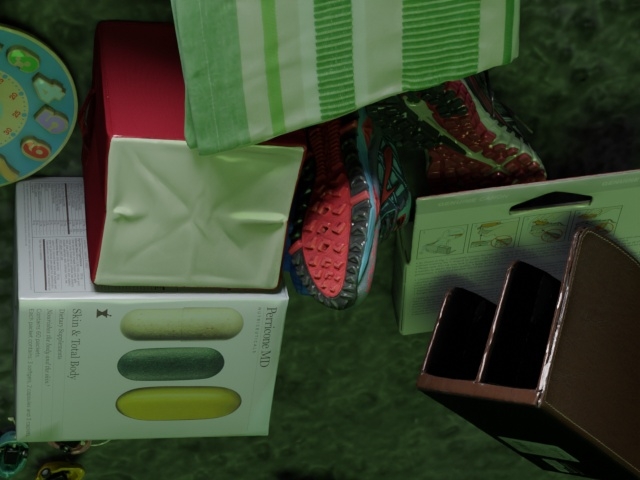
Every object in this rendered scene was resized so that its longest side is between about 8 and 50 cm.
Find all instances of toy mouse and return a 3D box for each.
[{"bbox_3d":[-0.326,0.238,1.983,0.161,0.031,0.143,-27,130,11],"label":"toy mouse"}]

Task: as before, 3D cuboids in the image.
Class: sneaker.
[{"bbox_3d":[0.144,-0.130,1.723,0.120,0.112,0.299,-14,147,22],"label":"sneaker"},{"bbox_3d":[0.048,-0.035,1.676,0.125,0.262,0.104,32,135,-33],"label":"sneaker"}]

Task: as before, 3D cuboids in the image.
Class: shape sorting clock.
[{"bbox_3d":[-0.341,-0.128,1.664,0.206,0.040,0.206,-5,131,-6],"label":"shape sorting clock"}]

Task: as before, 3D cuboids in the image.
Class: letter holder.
[{"bbox_3d":[0.267,0.119,1.857,0.152,0.214,0.302,5,161,37],"label":"letter holder"}]

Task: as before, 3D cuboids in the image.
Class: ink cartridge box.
[{"bbox_3d":[0.231,-0.008,1.830,0.296,0.066,0.261,-7,144,-6],"label":"ink cartridge box"}]

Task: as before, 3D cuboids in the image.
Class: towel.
[{"bbox_3d":[0.029,-0.205,1.462,0.324,0.038,0.248,-19,140,-14],"label":"towel"}]

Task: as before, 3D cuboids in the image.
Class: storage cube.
[{"bbox_3d":[-0.126,-0.082,1.647,0.215,0.193,0.184,3,129,-13],"label":"storage cube"}]

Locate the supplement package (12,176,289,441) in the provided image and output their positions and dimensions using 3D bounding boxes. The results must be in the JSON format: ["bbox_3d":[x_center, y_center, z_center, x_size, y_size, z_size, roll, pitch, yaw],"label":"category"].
[{"bbox_3d":[-0.184,0.070,1.758,0.262,0.198,0.199,0,129,-12],"label":"supplement package"}]

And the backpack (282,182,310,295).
[{"bbox_3d":[0.000,0.000,1.809,0.101,0.098,0.120,7,140,10],"label":"backpack"}]
